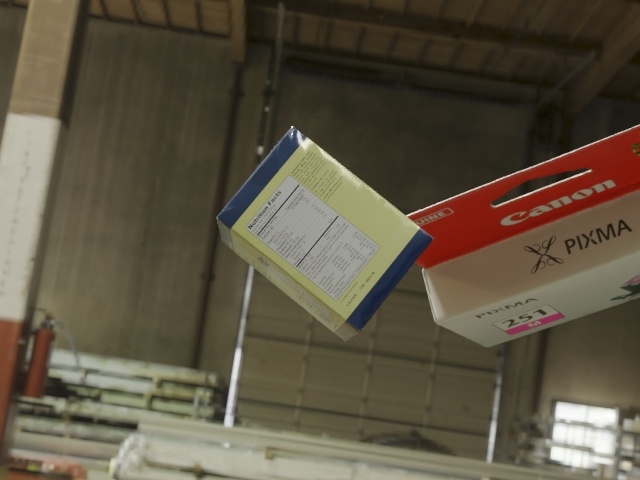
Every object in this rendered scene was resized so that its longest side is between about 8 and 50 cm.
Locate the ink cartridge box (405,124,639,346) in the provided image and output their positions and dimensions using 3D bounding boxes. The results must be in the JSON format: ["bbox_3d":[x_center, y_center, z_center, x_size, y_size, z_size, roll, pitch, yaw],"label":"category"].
[{"bbox_3d":[0.211,0.002,0.879,0.275,0.060,0.239,-22,-23,22],"label":"ink cartridge box"}]

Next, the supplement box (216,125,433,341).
[{"bbox_3d":[0.000,0.000,0.524,0.083,0.056,0.083,39,-9,3],"label":"supplement box"}]
